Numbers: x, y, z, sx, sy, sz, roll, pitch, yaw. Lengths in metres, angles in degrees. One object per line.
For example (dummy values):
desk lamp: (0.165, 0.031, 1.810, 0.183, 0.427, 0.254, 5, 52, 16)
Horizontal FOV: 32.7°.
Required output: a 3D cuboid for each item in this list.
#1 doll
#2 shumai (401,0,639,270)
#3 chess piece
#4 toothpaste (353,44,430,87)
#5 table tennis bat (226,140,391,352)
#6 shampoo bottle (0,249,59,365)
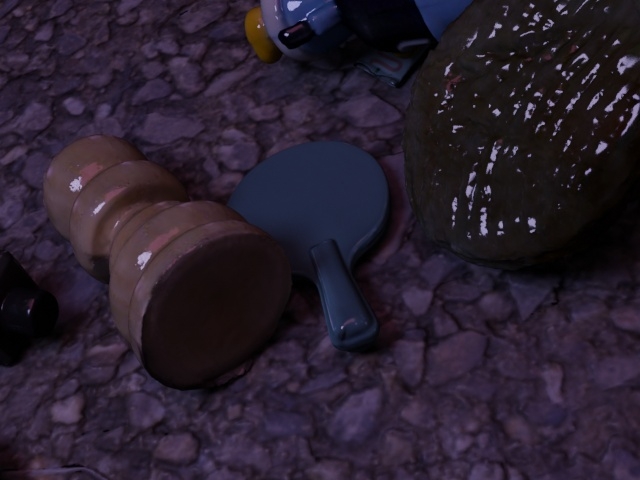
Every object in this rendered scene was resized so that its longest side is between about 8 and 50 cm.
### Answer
doll: (0.080, -0.232, 0.977, 0.314, 0.141, 0.177, -11, 30, 33)
shumai: (0.209, -0.083, 0.872, 0.272, 0.203, 0.222, -10, 76, 43)
chess piece: (-0.151, -0.002, 0.913, 0.142, 0.143, 0.261, -40, 47, -14)
toothpaste: (0.117, -0.230, 1.062, 0.056, 0.036, 0.205, 32, 73, 35)
table tennis bat: (0.000, 0.000, 0.921, 0.149, 0.038, 0.237, -21, 46, -1)
shampoo bottle: (-0.343, 0.049, 0.961, 0.246, 0.080, 0.079, 7, 57, 22)
